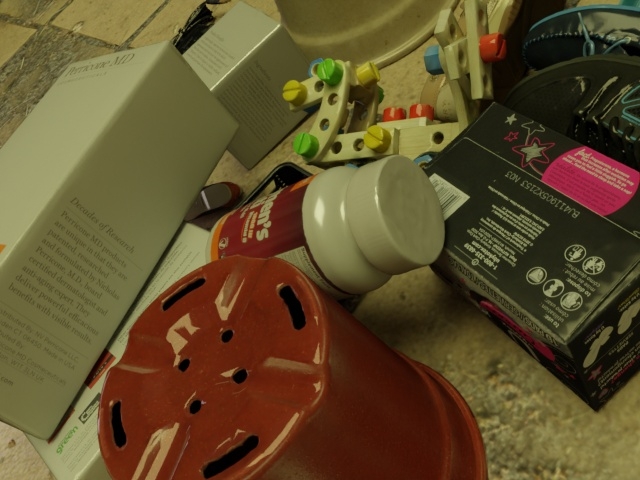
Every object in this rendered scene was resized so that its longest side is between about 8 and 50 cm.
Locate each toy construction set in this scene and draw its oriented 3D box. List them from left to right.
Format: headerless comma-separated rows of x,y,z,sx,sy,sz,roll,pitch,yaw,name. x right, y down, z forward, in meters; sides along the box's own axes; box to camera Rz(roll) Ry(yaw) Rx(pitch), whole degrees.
0.093,-0.154,0.805,0.327,0.151,0.215,-6,76,51,toy construction set

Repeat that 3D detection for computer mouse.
-0.218,-0.406,1.309,0.184,0.060,0.262,-54,34,-9,computer mouse

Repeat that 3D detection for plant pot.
-0.025,0.164,0.569,0.272,0.265,0.273,-17,48,20,plant pot
0.019,-0.480,1.033,0.333,0.305,0.334,-18,48,21,plant pot

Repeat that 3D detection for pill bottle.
0.000,0.000,0.637,0.221,0.121,0.121,-19,45,40,pill bottle

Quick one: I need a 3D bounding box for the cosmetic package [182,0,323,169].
-0.119,-0.246,1.039,0.183,0.151,0.151,-43,45,-1,cosmetic package

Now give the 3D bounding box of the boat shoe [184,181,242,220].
-0.184,-0.061,1.017,0.136,0.049,0.043,-14,7,26,boat shoe

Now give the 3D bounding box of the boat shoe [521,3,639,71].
0.346,-0.209,0.746,0.258,0.109,0.089,11,66,41,boat shoe

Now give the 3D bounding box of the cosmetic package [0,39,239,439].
-0.317,-0.020,0.807,0.230,0.161,0.454,2,55,39,cosmetic package

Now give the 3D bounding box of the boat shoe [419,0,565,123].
0.235,-0.303,0.881,0.110,0.122,0.341,13,66,41,boat shoe

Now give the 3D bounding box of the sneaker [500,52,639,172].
0.314,-0.102,0.636,0.340,0.125,0.139,15,36,41,sneaker

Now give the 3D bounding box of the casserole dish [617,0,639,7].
0.440,-0.305,0.811,0.114,0.037,0.188,16,65,41,casserole dish

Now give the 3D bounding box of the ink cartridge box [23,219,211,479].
-0.218,0.130,0.819,0.271,0.130,0.309,22,69,45,ink cartridge box

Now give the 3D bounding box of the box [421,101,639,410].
0.211,0.007,0.632,0.163,0.142,0.247,-43,42,-2,box

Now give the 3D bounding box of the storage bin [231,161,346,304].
-0.019,-0.008,0.835,0.122,0.084,0.180,-46,45,-8,storage bin
